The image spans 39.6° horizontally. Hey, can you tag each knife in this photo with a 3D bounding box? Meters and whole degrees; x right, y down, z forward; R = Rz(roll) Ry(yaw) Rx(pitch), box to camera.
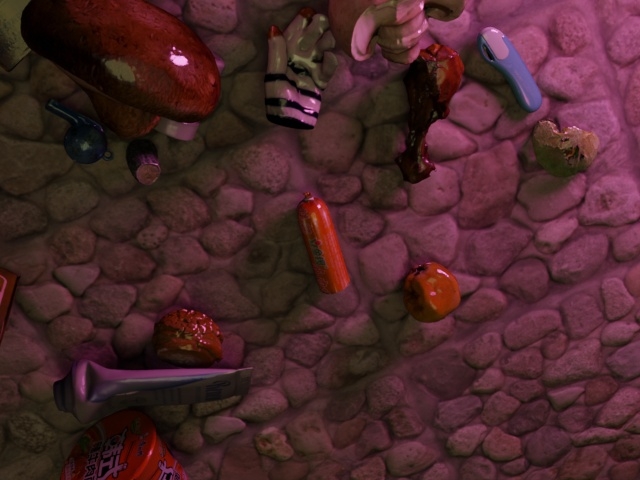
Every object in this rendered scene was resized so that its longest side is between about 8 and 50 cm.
[{"bbox_3d":[0.389,-0.348,1.819,0.064,0.031,0.222,-40,119,5],"label":"knife"}]

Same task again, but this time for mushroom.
[{"bbox_3d":[0.130,-0.447,1.652,0.254,0.188,0.195,-21,154,-1],"label":"mushroom"},{"bbox_3d":[-0.336,-0.318,1.500,0.345,0.345,0.239,9,81,-14],"label":"mushroom"}]

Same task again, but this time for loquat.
[{"bbox_3d":[0.245,0.113,1.969,0.137,0.113,0.137,2,103,9],"label":"loquat"}]

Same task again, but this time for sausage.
[{"bbox_3d":[0.000,0.000,1.892,0.071,0.071,0.234,-18,117,-1],"label":"sausage"}]

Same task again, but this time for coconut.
[{"bbox_3d":[0.529,-0.191,1.905,0.158,0.055,0.133,2,113,-10],"label":"coconut"}]

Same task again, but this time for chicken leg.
[{"bbox_3d":[0.210,-0.256,1.808,0.113,0.093,0.304,13,122,3],"label":"chicken leg"}]

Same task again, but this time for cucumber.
[{"bbox_3d":[-0.347,-0.154,1.737,0.064,0.112,0.064,-8,121,-13],"label":"cucumber"}]

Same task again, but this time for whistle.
[{"bbox_3d":[-0.469,-0.198,1.708,0.158,0.090,0.090,29,107,-21],"label":"whistle"}]

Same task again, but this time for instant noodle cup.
[{"bbox_3d":[-0.426,0.537,1.986,0.250,0.250,0.192,-29,124,4],"label":"instant noodle cup"}]

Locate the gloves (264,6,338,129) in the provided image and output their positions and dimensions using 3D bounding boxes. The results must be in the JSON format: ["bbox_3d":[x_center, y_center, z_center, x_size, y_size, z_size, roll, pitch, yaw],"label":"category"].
[{"bbox_3d":[-0.041,-0.333,1.711,0.140,0.131,0.218,10,86,-4],"label":"gloves"}]

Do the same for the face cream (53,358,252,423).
[{"bbox_3d":[-0.363,0.318,1.933,0.421,0.137,0.234,-3,156,-9],"label":"face cream"}]

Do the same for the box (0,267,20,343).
[{"bbox_3d":[-0.794,0.125,1.642,0.420,0.373,0.138,25,109,-20],"label":"box"}]

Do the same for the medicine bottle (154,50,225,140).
[{"bbox_3d":[-0.258,-0.286,1.692,0.105,0.105,0.168,20,110,-18],"label":"medicine bottle"}]

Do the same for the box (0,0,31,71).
[{"bbox_3d":[-0.591,-0.441,1.581,0.159,0.071,0.240,-38,116,11],"label":"box"}]

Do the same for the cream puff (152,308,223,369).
[{"bbox_3d":[-0.285,0.209,1.911,0.150,0.115,0.165,1,150,8],"label":"cream puff"}]
